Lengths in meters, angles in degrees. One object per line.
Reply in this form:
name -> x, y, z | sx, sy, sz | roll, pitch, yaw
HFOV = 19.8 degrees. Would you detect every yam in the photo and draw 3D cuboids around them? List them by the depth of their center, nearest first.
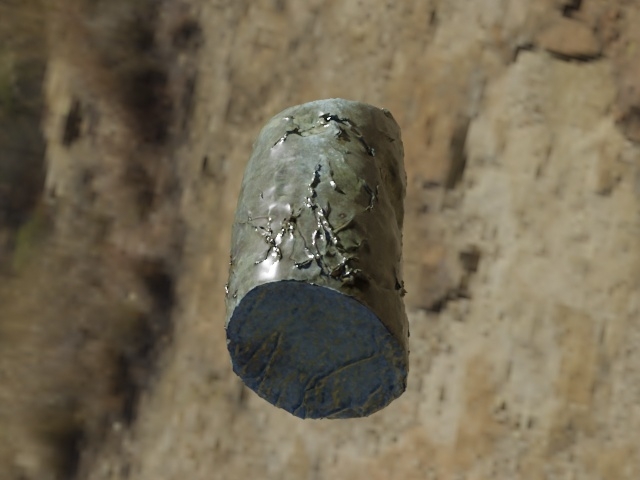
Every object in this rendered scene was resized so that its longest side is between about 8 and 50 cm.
yam -> 0.000, 0.000, 1.030 | 0.107, 0.107, 0.183 | -48, 28, 43
